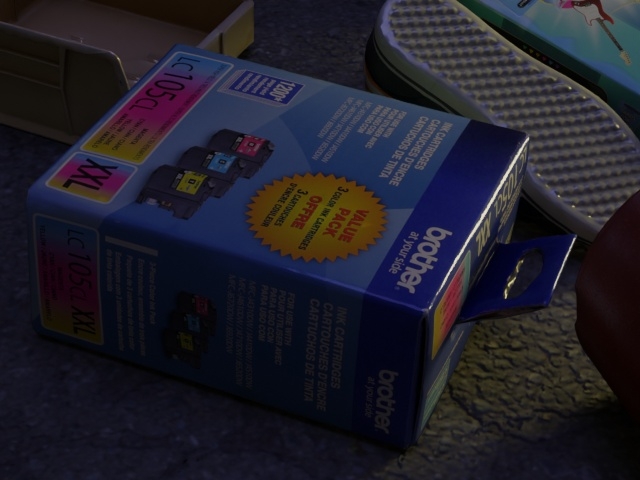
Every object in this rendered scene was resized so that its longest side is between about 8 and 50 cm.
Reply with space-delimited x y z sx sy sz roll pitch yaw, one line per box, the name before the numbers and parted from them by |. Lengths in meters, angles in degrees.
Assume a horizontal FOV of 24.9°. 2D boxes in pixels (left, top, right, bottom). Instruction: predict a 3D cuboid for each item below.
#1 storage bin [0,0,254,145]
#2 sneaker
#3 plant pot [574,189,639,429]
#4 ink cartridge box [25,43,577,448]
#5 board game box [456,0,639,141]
storage bin | -0.235 -0.223 1.470 0.260 0.123 0.262 17 39 17
sneaker | 0.174 -0.097 1.346 0.321 0.127 0.126 43 63 8
plant pot | 0.328 0.087 1.025 0.273 0.272 0.265 -10 31 -17
ink cartridge box | 0.000 0.000 1.185 0.396 0.151 0.270 17 40 15
board game box | 0.287 -0.237 1.441 0.336 0.079 0.254 33 57 17
